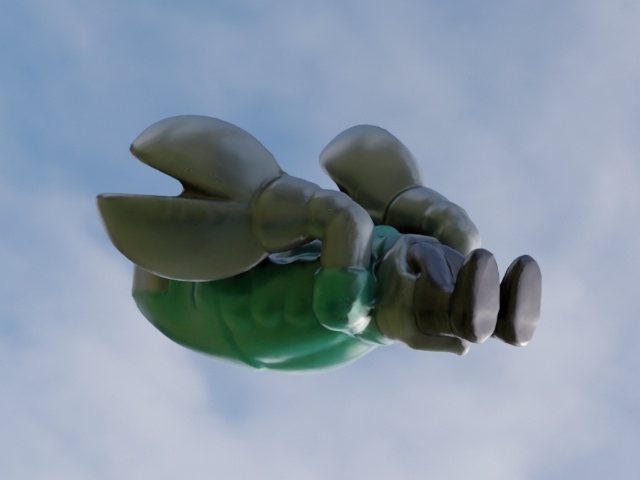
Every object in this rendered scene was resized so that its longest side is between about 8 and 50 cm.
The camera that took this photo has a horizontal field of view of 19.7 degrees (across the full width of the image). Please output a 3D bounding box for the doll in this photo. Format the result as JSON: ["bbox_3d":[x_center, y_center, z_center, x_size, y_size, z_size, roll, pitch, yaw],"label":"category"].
[{"bbox_3d":[0.009,0.003,1.029,0.258,0.195,0.153,7,-94,18],"label":"doll"}]
